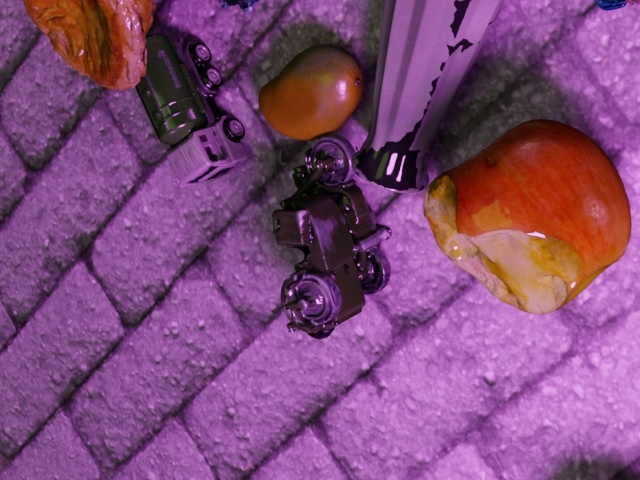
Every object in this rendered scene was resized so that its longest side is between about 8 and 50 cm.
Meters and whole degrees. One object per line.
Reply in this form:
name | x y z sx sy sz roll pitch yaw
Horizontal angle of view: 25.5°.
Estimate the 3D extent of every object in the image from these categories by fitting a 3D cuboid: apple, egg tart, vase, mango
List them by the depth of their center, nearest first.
apple | 0.265 -0.024 1.783 0.246 0.246 0.226 -36 87 38
vase | 0.141 -0.244 1.892 0.165 0.165 0.360 33 124 28
mango | -0.010 -0.210 2.063 0.122 0.085 0.191 55 138 1
egg tart | -0.333 -0.363 2.081 0.294 0.116 0.295 38 150 27

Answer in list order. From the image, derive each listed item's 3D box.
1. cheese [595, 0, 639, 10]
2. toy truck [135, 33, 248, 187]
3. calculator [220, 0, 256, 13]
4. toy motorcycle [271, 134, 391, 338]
cheese | 0.441 -0.336 1.640 0.329 0.129 0.217 -1 104 51
toy truck | -0.214 -0.208 2.195 0.101 0.125 0.243 -30 83 38
calculator | -0.108 -0.391 2.131 0.141 0.019 0.094 -14 92 41
toy motorcycle | 0.000 0.000 2.029 0.127 0.205 0.275 -12 99 41
